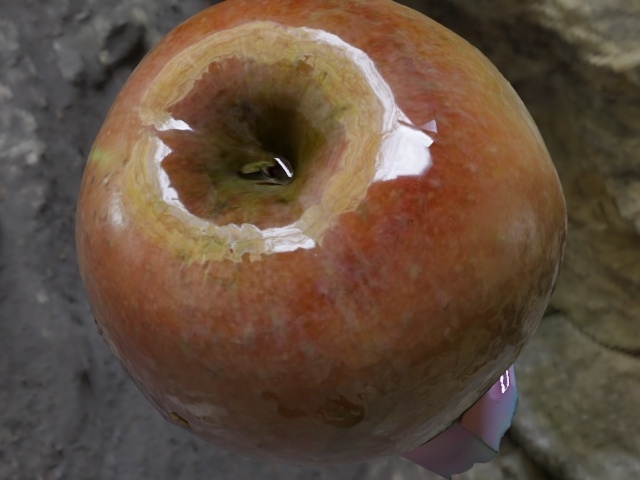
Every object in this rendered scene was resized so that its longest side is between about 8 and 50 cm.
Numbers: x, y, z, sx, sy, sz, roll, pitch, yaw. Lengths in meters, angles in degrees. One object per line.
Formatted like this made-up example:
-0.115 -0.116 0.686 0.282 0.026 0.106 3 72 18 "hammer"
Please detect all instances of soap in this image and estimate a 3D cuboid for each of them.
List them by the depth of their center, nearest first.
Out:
0.108 0.113 1.180 0.056 0.100 0.149 27 47 -33 "soap"

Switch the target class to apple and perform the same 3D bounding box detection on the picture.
0.000 0.000 1.010 0.305 0.338 0.339 61 14 -58 "apple"
